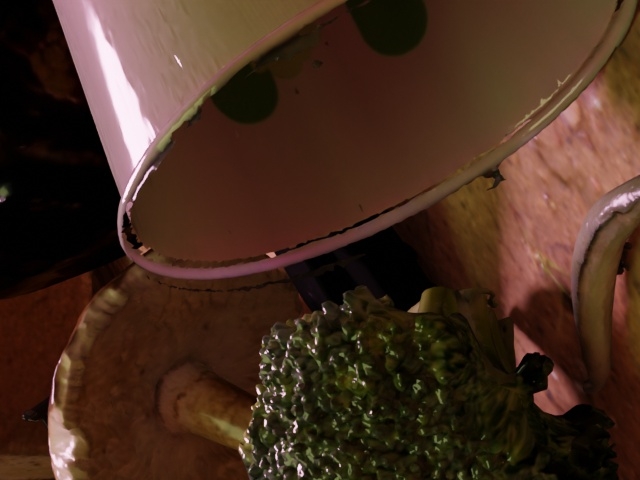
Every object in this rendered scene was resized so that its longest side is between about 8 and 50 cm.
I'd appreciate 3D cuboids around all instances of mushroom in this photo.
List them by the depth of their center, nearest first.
[{"bbox_3d":[0.159,0.007,0.911,0.306,0.043,0.068,123,136,-67],"label":"mushroom"},{"bbox_3d":[-0.021,0.109,1.280,0.208,0.302,0.233,-77,-20,-50],"label":"mushroom"}]

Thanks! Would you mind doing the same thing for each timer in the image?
[{"bbox_3d":[0.000,0.000,1.149,0.144,0.055,0.187,25,156,55],"label":"timer"}]

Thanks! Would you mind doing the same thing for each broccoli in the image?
[{"bbox_3d":[0.067,0.113,1.041,0.198,0.226,0.176,-20,78,55],"label":"broccoli"}]

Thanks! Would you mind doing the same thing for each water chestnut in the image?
[{"bbox_3d":[-0.226,-0.131,1.271,0.335,0.335,0.347,116,158,-63],"label":"water chestnut"}]

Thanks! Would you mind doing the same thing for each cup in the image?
[{"bbox_3d":[-0.027,-0.154,0.874,0.274,0.253,0.253,61,158,19],"label":"cup"}]

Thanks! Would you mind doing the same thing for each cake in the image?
[{"bbox_3d":[-0.335,0.114,1.705,0.290,0.282,0.255,143,124,-65],"label":"cake"}]

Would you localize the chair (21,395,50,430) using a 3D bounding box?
[{"bbox_3d":[-0.101,0.197,1.530,0.260,0.154,0.141,57,156,5],"label":"chair"}]
